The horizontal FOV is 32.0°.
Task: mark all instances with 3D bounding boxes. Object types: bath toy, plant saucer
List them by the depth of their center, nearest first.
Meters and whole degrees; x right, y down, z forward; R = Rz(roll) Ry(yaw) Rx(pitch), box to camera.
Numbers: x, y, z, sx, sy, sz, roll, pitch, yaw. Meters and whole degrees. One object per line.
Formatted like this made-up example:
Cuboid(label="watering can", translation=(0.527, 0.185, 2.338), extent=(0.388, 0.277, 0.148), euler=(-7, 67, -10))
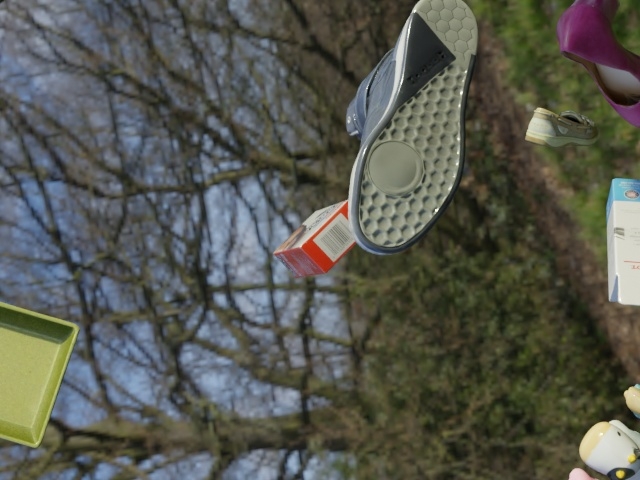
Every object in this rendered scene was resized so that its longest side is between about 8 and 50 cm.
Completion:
Cuboid(label="plant saucer", translation=(-0.470, 0.192, 1.648), extent=(0.045, 0.188, 0.188), euler=(108, 178, -76))
Cuboid(label="bath toy", translation=(0.414, 0.386, 1.667), extent=(0.348, 0.151, 0.129), euler=(-60, 29, 12))

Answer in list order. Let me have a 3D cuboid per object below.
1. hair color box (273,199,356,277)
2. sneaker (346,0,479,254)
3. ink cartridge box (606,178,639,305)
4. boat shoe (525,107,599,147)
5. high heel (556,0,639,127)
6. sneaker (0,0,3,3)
Cuboid(label="hair color box", translation=(0.000, 0.000, 1.509), extent=(0.053, 0.093, 0.167), euler=(47, 166, -6))
Cuboid(label="sneaker", translation=(0.064, -0.075, 0.951), extent=(0.163, 0.086, 0.226), euler=(133, 157, -69))
Cuboid(label="ink cartridge box", translation=(0.395, 0.017, 1.322), extent=(0.060, 0.104, 0.180), euler=(86, -169, -56))
Cuboid(label="boat shoe", translation=(0.323, -0.153, 1.471), extent=(0.153, 0.056, 0.048), euler=(-8, -66, -45))
Cuboid(label="high heel", translation=(0.347, -0.194, 1.350), extent=(0.117, 0.082, 0.244), euler=(-60, -38, -25))
Cuboid(label="sneaker", translation=(-0.480, -0.247, 1.365), extent=(0.268, 0.101, 0.153), euler=(-47, -23, -57))
